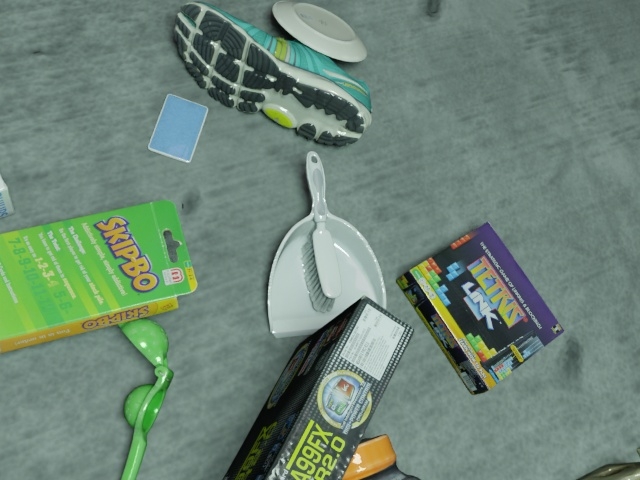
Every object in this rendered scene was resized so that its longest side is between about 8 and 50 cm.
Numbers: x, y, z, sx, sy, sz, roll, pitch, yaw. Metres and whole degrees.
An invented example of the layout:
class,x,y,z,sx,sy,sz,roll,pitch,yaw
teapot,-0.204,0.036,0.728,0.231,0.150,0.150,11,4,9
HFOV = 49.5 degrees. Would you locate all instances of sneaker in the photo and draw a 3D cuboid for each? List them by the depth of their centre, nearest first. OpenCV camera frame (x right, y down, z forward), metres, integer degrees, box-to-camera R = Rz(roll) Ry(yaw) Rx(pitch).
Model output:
class,x,y,z,sx,sy,sz,roll,pitch,yaw
sneaker,-0.057,-0.217,0.889,0.275,0.107,0.110,28,44,-11

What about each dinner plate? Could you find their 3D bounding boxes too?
class,x,y,z,sx,sy,sz,roll,pitch,yaw
dinner plate,0.003,-0.285,0.927,0.141,0.017,0.141,20,36,-15

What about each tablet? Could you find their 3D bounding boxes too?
class,x,y,z,sx,sy,sz,roll,pitch,yaw
tablet,-0.175,-0.138,0.856,0.054,0.006,0.083,18,66,-11

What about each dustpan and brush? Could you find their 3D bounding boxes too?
class,x,y,z,sx,sy,sz,roll,pitch,yaw
dustpan and brush,0.000,0.000,0.827,0.147,0.060,0.211,-4,71,-19

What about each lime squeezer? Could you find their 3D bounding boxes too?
class,x,y,z,sx,sy,sz,roll,pitch,yaw
lime squeezer,-0.204,0.148,0.709,0.109,0.059,0.311,-9,73,-21

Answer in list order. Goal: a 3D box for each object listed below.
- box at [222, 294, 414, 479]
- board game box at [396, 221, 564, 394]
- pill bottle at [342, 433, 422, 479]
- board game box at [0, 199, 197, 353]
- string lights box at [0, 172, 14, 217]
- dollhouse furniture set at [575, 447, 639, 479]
class,x,y,z,sx,sy,sz,roll,pitch,yaw
box,-0.030,0.201,0.655,0.060,0.216,0.270,33,64,-5
board game box,0.200,0.082,0.868,0.141,0.048,0.170,-30,81,-24
pill bottle,0.067,0.323,0.686,0.130,0.130,0.246,-13,74,-22
board game box,-0.265,0.038,0.711,0.259,0.039,0.124,-15,60,-12
string lights box,-0.463,-0.053,0.691,0.259,0.077,0.133,-22,78,-24
dollhouse furniture set,0.422,0.338,0.809,0.160,0.101,0.182,-16,75,-23
